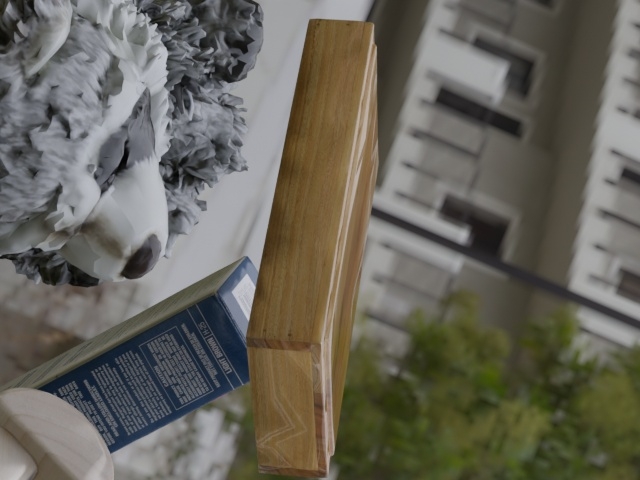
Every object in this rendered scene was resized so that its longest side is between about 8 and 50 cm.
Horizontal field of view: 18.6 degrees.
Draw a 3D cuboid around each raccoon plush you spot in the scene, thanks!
[{"bbox_3d":[-0.239,-0.117,1.063,0.216,0.446,0.299,-65,160,5],"label":"raccoon plush"}]

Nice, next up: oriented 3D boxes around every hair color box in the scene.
[{"bbox_3d":[-0.215,0.154,2.083,0.347,0.105,0.174,-28,-174,14],"label":"hair color box"}]

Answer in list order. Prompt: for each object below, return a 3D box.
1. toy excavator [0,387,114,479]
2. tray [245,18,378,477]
[{"bbox_3d":[-0.290,0.316,1.445,0.222,0.433,0.445,-50,-125,38],"label":"toy excavator"},{"bbox_3d":[0.000,0.000,1.874,0.203,0.076,0.411,87,11,-48],"label":"tray"}]
